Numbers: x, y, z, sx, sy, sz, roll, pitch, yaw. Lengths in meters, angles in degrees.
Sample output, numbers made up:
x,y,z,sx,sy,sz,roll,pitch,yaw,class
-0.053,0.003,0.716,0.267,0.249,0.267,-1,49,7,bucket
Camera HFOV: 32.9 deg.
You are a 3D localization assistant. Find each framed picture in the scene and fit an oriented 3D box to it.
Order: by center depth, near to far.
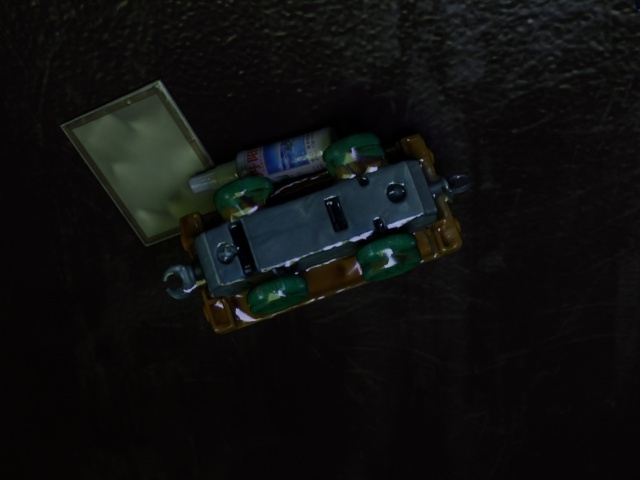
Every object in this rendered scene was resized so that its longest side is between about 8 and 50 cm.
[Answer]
x,y,z,sx,sy,sz,roll,pitch,yaw,class
-0.239,-0.105,1.548,0.173,0.010,0.231,-20,120,18,framed picture

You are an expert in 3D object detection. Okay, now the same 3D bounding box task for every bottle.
x,y,z,sx,sy,sz,roll,pitch,yaw,class
-0.078,-0.102,1.504,0.217,0.060,0.060,-16,122,15,bottle

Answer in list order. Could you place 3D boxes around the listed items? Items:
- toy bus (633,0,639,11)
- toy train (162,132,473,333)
x,y,z,sx,sy,sz,roll,pitch,yaw,class
0.428,-0.306,1.326,0.046,0.038,0.083,35,121,-21,toy bus
0.000,0.000,1.470,0.429,0.249,0.178,-19,77,1,toy train
